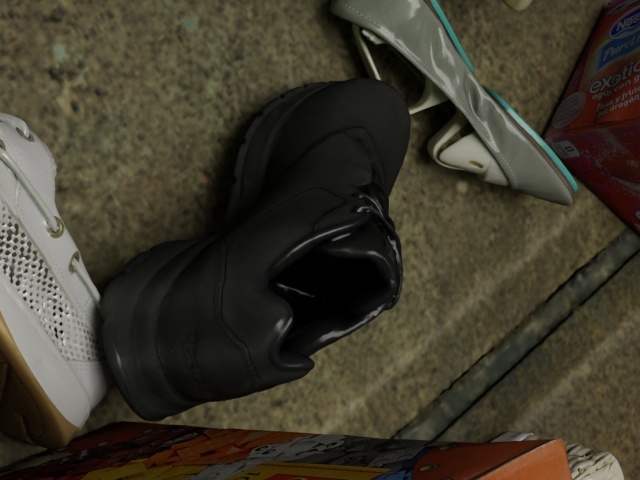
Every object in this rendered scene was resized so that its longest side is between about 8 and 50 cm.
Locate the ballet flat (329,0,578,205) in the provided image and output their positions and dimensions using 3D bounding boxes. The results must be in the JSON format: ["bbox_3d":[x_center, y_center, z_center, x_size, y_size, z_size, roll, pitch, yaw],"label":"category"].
[{"bbox_3d":[0.082,-0.088,1.089,0.068,0.072,0.213,-40,111,-2],"label":"ballet flat"}]

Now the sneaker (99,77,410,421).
[{"bbox_3d":[0.000,0.000,0.951,0.286,0.130,0.109,-56,129,-43],"label":"sneaker"}]

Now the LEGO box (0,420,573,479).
[{"bbox_3d":[-0.012,0.349,0.791,0.193,0.372,0.500,-20,98,-35],"label":"LEGO box"}]

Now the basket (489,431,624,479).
[{"bbox_3d":[0.116,0.204,1.058,0.167,0.103,0.113,-30,105,-34],"label":"basket"}]

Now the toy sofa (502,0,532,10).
[{"bbox_3d":[0.257,-0.271,1.126,0.362,0.150,0.177,-29,74,-36],"label":"toy sofa"}]

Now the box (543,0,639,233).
[{"bbox_3d":[0.296,-0.052,1.194,0.257,0.122,0.128,40,64,-27],"label":"box"}]

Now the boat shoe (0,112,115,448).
[{"bbox_3d":[-0.182,-0.025,0.869,0.096,0.098,0.277,-47,125,-35],"label":"boat shoe"}]
